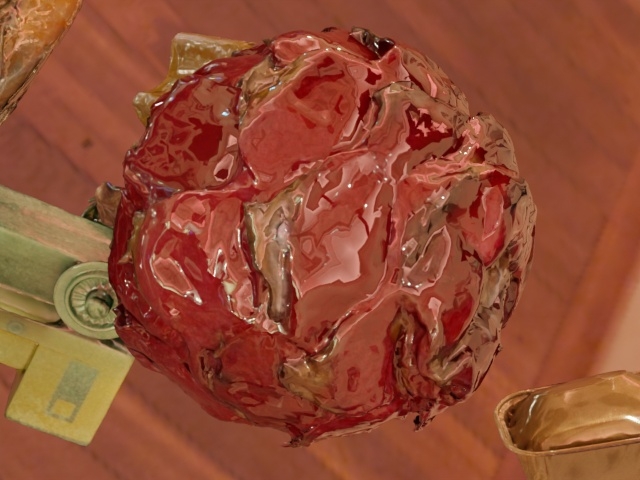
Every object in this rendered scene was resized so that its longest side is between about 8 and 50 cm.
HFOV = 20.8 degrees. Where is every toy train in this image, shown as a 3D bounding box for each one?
[{"bbox_3d":[-0.331,0.041,1.732,0.397,0.253,0.160,22,33,-13],"label":"toy train"}]

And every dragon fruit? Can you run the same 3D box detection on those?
[{"bbox_3d":[0.002,-0.003,1.280,0.329,0.329,0.329,17,59,-31],"label":"dragon fruit"}]

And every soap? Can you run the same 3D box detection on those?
[{"bbox_3d":[-0.035,-0.117,2.241,0.304,0.339,0.169,37,79,-36],"label":"soap"}]

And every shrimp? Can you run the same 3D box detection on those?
[{"bbox_3d":[-0.297,-0.182,1.521,0.143,0.052,0.251,21,102,-27],"label":"shrimp"}]

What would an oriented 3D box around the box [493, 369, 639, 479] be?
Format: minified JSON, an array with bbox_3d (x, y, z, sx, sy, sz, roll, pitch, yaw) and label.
[{"bbox_3d":[0.250,0.169,1.586,0.177,0.111,0.111,-10,72,-1],"label":"box"}]
